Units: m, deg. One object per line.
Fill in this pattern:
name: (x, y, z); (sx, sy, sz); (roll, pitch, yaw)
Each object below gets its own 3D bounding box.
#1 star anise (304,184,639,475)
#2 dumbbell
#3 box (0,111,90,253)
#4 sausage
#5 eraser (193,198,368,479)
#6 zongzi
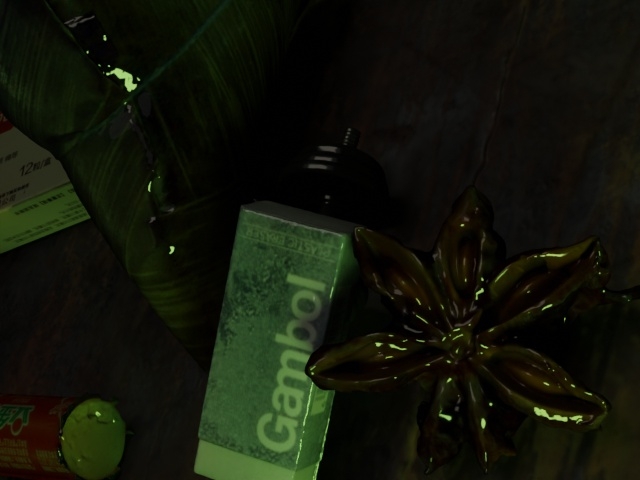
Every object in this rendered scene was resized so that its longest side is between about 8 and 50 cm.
star anise: (0.107, 0.072, 1.145); (0.220, 0.126, 0.190); (26, 78, 19)
dumbbell: (0.000, 0.000, 1.298); (0.099, 0.099, 0.208); (-5, 57, 38)
box: (-0.282, -0.101, 1.636); (0.353, 0.069, 0.214); (-18, 50, 27)
sausage: (-0.286, 0.171, 1.433); (0.264, 0.083, 0.083); (-2, 59, 39)
eraser: (-0.031, 0.083, 1.217); (0.092, 0.046, 0.212); (15, 100, 23)
zongzi: (-0.074, -0.119, 1.443); (0.208, 0.432, 0.403); (-29, 3, 45)
